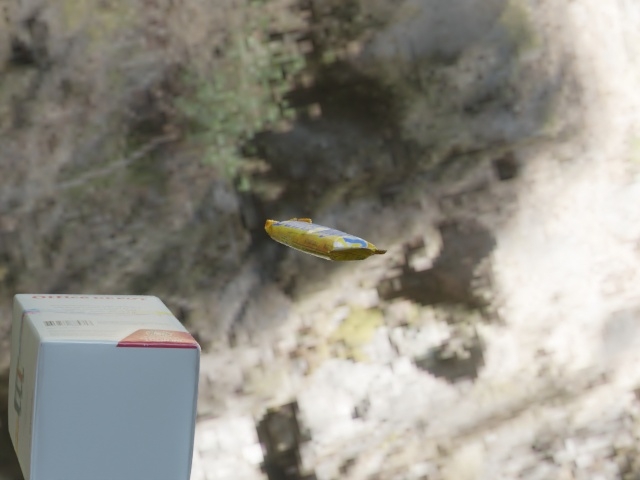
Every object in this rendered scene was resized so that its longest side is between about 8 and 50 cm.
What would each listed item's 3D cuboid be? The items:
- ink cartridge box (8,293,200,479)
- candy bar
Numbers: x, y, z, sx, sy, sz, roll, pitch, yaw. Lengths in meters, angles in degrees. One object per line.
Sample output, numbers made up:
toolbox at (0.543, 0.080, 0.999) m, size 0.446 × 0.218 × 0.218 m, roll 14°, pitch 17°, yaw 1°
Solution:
ink cartridge box at (-0.181, 0.121, 1.324) m, size 0.176 × 0.128 × 0.127 m, roll -145°, pitch -122°, yaw -71°
candy bar at (0.000, 0.000, 1.176) m, size 0.161 × 0.040 × 0.018 m, roll -160°, pitch -110°, yaw -69°
